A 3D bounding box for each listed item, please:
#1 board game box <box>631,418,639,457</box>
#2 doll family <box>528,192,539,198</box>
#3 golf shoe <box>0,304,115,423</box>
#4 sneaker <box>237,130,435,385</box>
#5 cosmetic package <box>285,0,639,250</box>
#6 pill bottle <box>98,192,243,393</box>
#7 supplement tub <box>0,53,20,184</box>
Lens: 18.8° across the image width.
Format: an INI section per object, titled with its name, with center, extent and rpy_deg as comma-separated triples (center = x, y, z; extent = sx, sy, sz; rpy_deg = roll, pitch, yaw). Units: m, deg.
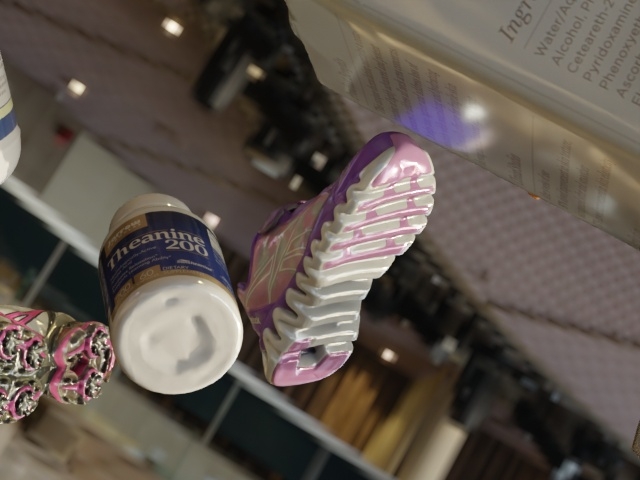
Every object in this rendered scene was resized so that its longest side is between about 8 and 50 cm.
[board game box]
center = 0.428, 0.205, 1.559
extent = 0.193, 0.053, 0.305
rpy_deg = -10, 32, -41
[doll family]
center = 0.304, -0.113, 2.126
extent = 0.263, 0.163, 0.118
rpy_deg = 1, 18, -24
[golf shoe]
center = -0.212, 0.077, 1.256
extent = 0.086, 0.067, 0.186
rpy_deg = 15, 4, 23
[sneaker]
center = 0.000, 0.000, 1.477
extent = 0.095, 0.236, 0.104
rpy_deg = -4, 47, -39
[cosmetic package]
center = 0.221, -0.211, 1.492
extent = 0.394, 0.327, 0.329
rpy_deg = 29, -6, 10
[pill bottle]
center = -0.081, 0.023, 1.012
extent = 0.067, 0.067, 0.120
rpy_deg = 39, 14, -26
[supplement tub]
center = -0.360, -0.178, 1.385
extent = 0.235, 0.235, 0.324
rpy_deg = 9, -64, 49
